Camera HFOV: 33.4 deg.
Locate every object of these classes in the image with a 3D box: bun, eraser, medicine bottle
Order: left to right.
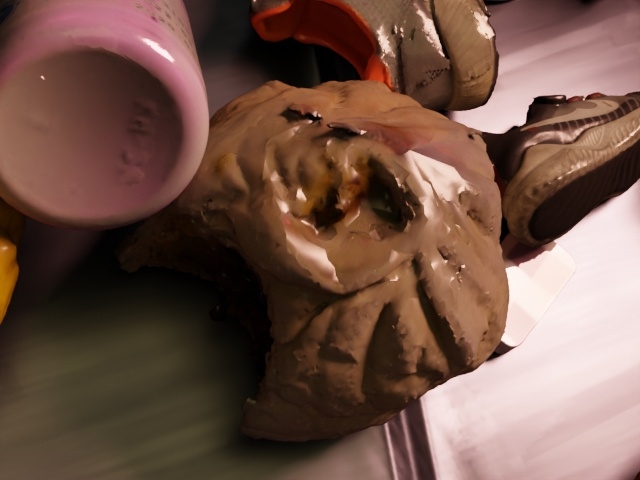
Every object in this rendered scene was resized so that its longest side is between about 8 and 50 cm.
[{"bbox_3d":[-0.163,-0.130,0.744,0.152,0.152,0.254,-1,34,-14],"label":"medicine bottle"},{"bbox_3d":[0.014,-0.004,0.766,0.281,0.205,0.282,5,68,-14],"label":"bun"},{"bbox_3d":[0.160,0.038,0.883,0.065,0.026,0.105,40,65,2],"label":"eraser"}]

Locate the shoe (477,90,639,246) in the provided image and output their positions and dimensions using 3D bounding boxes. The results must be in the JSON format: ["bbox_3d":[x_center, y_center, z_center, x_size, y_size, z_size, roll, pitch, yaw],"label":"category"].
[{"bbox_3d":[0.211,-0.085,0.906,0.112,0.099,0.227,38,51,26],"label":"shoe"}]

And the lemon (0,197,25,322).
[{"bbox_3d":[-0.310,0.023,0.682,0.260,0.204,0.204,-29,79,-18],"label":"lemon"}]

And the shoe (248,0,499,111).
[{"bbox_3d":[0.006,-0.237,0.906,0.171,0.132,0.336,-24,80,-11],"label":"shoe"}]

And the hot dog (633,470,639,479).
[{"bbox_3d":[0.332,0.273,0.763,0.267,0.174,0.387,43,76,7],"label":"hot dog"}]
